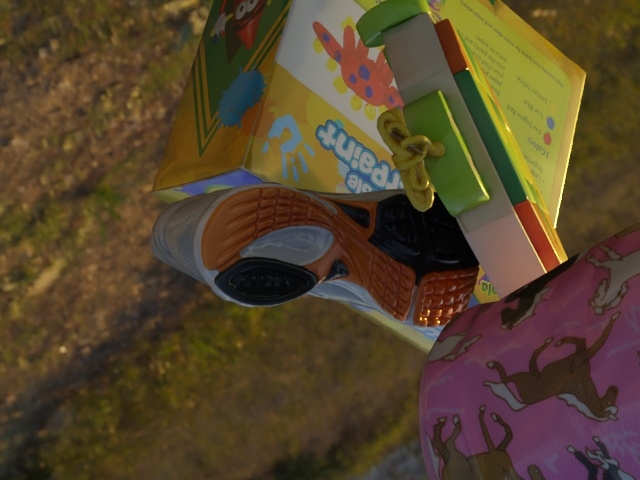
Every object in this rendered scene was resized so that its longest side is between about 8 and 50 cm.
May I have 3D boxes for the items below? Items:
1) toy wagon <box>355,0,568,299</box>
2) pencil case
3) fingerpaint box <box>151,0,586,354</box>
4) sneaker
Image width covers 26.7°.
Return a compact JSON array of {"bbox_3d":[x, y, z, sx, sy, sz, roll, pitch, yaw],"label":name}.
[{"bbox_3d":[0.112,-0.053,0.994,0.068,0.267,0.344,-25,173,10],"label":"toy wagon"},{"bbox_3d":[0.231,0.062,0.744,0.386,0.160,0.167,-27,-157,41],"label":"pencil case"},{"bbox_3d":[0.072,-0.125,1.491,0.445,0.371,0.163,31,153,-35],"label":"fingerpaint box"},{"bbox_3d":[0.000,0.000,0.957,0.262,0.099,0.121,11,-179,-39],"label":"sneaker"}]
